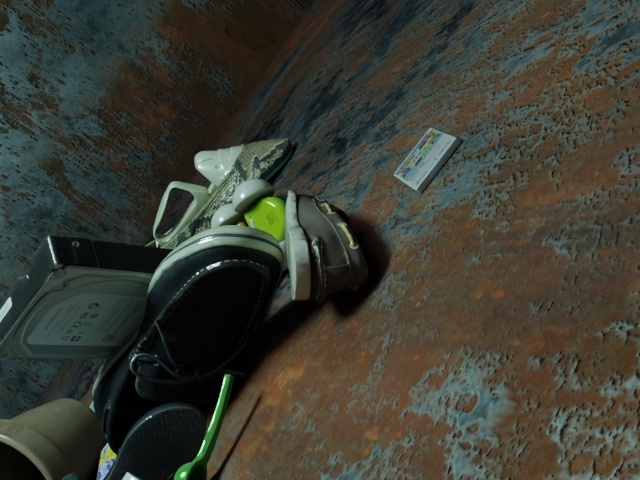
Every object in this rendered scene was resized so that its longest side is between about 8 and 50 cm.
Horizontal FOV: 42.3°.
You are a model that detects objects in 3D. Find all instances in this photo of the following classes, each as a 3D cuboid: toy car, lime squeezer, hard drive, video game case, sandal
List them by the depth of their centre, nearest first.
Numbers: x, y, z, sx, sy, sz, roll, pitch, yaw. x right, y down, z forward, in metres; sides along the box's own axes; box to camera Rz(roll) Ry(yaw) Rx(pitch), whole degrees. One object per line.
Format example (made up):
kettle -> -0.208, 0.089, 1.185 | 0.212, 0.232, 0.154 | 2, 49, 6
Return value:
lime squeezer -> -0.197, 0.320, 1.077 | 0.310, 0.059, 0.110 | -45, 42, -6
video game case -> 0.145, -0.112, 1.140 | 0.087, 0.011, 0.122 | -53, 16, 6
sandal -> -0.263, 0.325, 1.223 | 0.254, 0.097, 0.054 | -49, 16, 16
hard drive -> -0.313, 0.102, 1.294 | 0.237, 0.339, 0.064 | -45, 56, 30
toy car -> -0.086, -0.013, 1.403 | 0.136, 0.159, 0.182 | -15, -19, -43

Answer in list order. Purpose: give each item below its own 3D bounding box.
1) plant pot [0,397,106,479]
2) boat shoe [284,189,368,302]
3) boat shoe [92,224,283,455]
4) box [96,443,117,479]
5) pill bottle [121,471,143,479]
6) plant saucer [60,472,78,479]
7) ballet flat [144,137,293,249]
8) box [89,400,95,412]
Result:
plant pot -> -0.540, 0.422, 1.598 | 0.263, 0.263, 0.229 | -44, 2, 29
boat shoe -> 0.000, 0.000, 1.165 | 0.324, 0.097, 0.116 | -107, 14, -75
boat shoe -> -0.202, 0.165, 1.239 | 0.500, 0.187, 0.156 | -49, 39, 35
box -> -0.339, 0.385, 1.395 | 0.059, 0.054, 0.169 | -53, 16, 4
pill bottle -> -0.280, 0.404, 1.127 | 0.160, 0.087, 0.087 | -59, 17, -18
plant saucer -> -0.386, 0.418, 1.149 | 0.195, 0.037, 0.195 | -59, -4, -7
ballet flat -> -0.278, -0.100, 2.009 | 0.483, 0.182, 0.164 | -48, 16, 18
box -> -0.467, 0.367, 1.815 | 0.159, 0.044, 0.233 | -44, 18, 31
